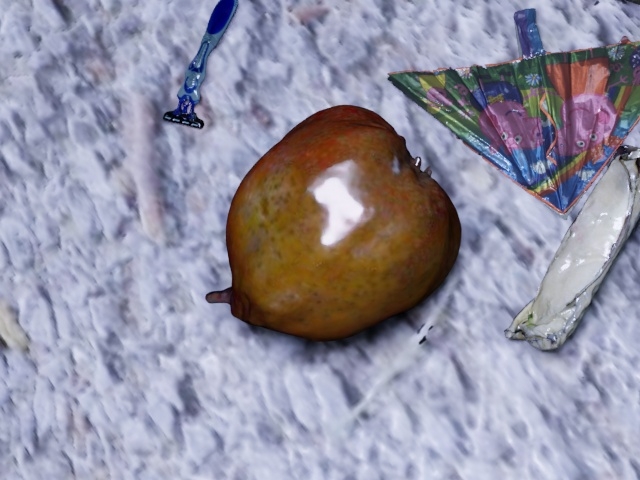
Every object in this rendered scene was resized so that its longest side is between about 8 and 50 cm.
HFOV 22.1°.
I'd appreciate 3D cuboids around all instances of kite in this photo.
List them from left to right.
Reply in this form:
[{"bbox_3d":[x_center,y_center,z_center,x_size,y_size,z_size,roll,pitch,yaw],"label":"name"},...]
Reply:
[{"bbox_3d":[0.231,-0.131,1.626,0.321,0.016,0.234,-8,68,5],"label":"kite"}]

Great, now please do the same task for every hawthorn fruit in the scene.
[{"bbox_3d":[0.000,0.000,1.526,0.248,0.208,0.208,-37,68,11],"label":"hawthorn fruit"}]

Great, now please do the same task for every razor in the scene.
[{"bbox_3d":[-0.117,-0.191,1.693,0.044,0.028,0.154,16,73,14],"label":"razor"}]

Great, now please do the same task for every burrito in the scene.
[{"bbox_3d":[0.255,0.006,1.544,0.058,0.063,0.229,33,79,8],"label":"burrito"}]

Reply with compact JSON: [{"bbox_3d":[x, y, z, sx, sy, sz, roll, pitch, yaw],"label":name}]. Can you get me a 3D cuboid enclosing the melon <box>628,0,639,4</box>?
[{"bbox_3d":[0.333,-0.280,1.625,0.130,0.098,0.098,6,70,14],"label":"melon"}]
